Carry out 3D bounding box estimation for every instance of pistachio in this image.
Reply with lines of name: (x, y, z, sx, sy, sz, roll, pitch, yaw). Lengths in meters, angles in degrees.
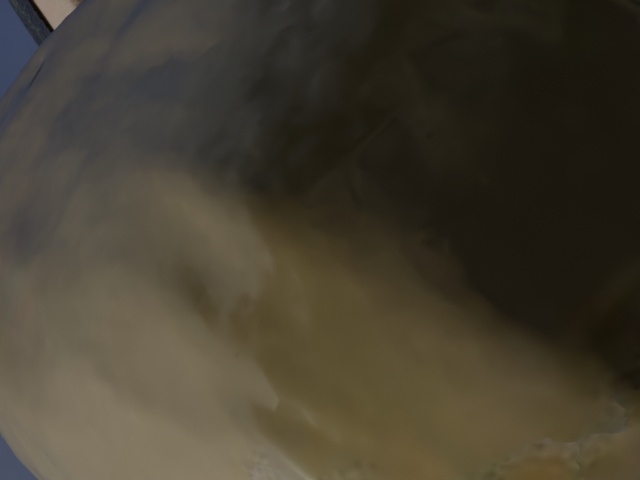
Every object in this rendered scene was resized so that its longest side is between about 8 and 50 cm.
pistachio: (0.000, 0.000, 0.449, 0.166, 0.288, 0.197, -27, -66, -36)

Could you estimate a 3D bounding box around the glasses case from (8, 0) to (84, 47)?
glasses case: (-0.061, -0.100, 0.775, 0.122, 0.075, 0.314, -24, -112, -30)
